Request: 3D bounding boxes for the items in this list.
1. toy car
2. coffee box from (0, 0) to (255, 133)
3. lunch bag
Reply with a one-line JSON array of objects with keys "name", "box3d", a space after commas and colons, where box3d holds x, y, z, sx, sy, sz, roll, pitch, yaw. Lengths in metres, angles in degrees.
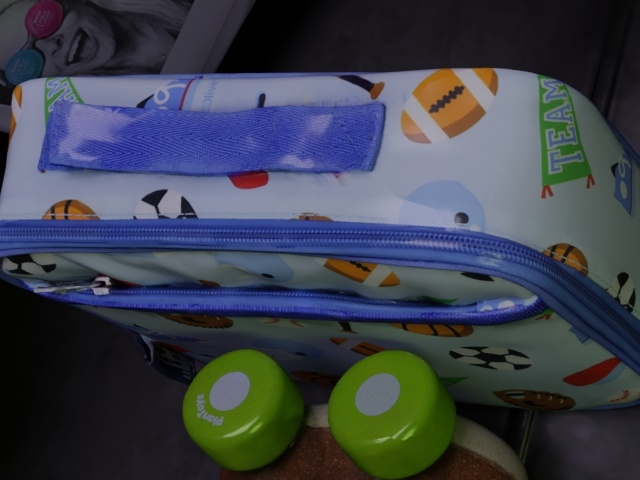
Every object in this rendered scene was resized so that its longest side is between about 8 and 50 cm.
[{"name": "toy car", "box3d": [0.005, 0.166, 0.731, 0.149, 0.155, 0.188, -2, 53, 31]}, {"name": "coffee box", "box3d": [-0.206, -0.292, 0.888, 0.337, 0.334, 0.338, 45, 110, 40]}, {"name": "lunch bag", "box3d": [0.000, 0.000, 0.770, 0.303, 0.243, 0.115, 0, 73, 30]}]
